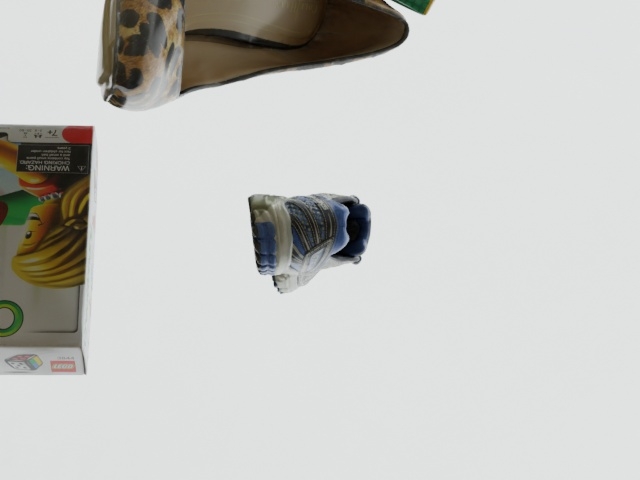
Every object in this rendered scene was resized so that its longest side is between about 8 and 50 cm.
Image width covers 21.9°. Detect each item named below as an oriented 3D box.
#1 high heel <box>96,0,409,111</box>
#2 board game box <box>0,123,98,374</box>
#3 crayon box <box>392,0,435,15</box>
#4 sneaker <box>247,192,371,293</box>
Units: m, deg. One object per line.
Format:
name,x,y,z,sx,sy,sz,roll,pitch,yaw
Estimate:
high heel,-0.035,-0.126,1.006,0.186,0.261,0.093,11,-67,-2
board game box,-0.320,0.004,1.203,0.305,0.053,0.193,0,-122,-4
crayon box,0.112,-0.311,1.137,0.081,0.165,0.278,28,-42,0
sneaker,0.000,0.000,0.867,0.058,0.135,0.052,-7,-91,6
